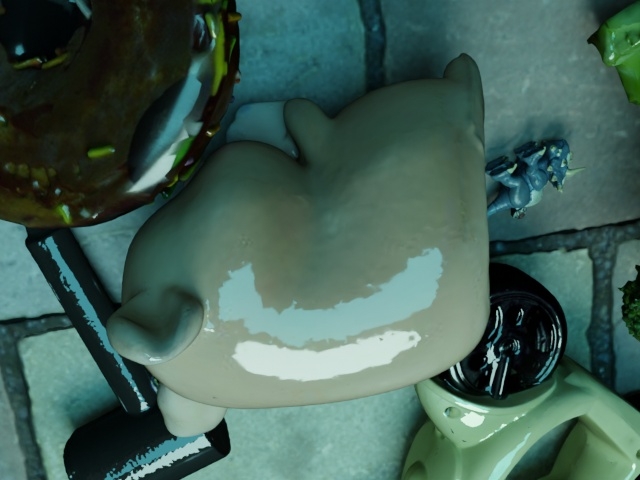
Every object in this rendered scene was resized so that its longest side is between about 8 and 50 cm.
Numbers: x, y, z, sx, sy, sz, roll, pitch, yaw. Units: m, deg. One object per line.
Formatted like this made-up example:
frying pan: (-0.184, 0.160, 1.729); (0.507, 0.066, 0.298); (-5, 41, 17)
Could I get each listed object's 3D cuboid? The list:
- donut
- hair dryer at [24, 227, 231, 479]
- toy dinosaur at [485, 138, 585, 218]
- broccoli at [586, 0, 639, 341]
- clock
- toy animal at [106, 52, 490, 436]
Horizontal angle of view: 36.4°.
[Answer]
donut: (-0.144, -0.121, 0.592); (0.216, 0.096, 0.230); (16, 97, 15)
hair dryer: (-0.170, 0.081, 0.710); (0.114, 0.070, 0.248); (-27, 109, 0)
toy dinosaur: (0.158, -0.045, 0.741); (0.083, 0.030, 0.047); (-29, 111, 1)
broccoli: (0.327, -0.056, 0.672); (0.297, 0.297, 0.297); (-31, 86, 2)
clock: (0.196, 0.208, 0.800); (0.379, 0.120, 0.277); (31, 97, -20)
toy animal: (-0.004, -0.001, 0.637); (0.256, 0.213, 0.195); (-10, 155, 1)
